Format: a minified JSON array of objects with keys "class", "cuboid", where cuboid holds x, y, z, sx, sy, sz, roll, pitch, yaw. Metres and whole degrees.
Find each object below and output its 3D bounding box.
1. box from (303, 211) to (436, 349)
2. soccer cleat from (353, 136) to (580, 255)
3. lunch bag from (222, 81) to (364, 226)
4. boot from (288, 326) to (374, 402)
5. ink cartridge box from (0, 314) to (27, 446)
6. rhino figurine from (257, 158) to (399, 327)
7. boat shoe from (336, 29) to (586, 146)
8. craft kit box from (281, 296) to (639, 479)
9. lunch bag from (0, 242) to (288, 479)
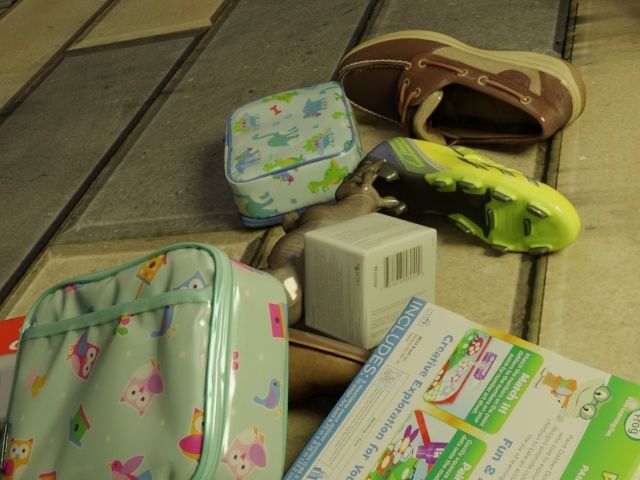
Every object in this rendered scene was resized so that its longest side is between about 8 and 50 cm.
[{"class":"box","cuboid":[0.047,0.037,0.939,0.101,0.102,0.087,-18,26,-41]},{"class":"soccer cleat","cuboid":[0.164,-0.064,1.059,0.289,0.093,0.121,18,46,44]},{"class":"lunch bag","cuboid":[-0.036,-0.112,1.231,0.176,0.090,0.219,-15,33,4]},{"class":"boot","cuboid":[-0.058,0.135,0.908,0.305,0.112,0.115,5,70,24]},{"class":"ink cartridge box","cuboid":[-0.335,0.133,1.062,0.189,0.066,0.232,-12,38,12]},{"class":"rhino figurine","cuboid":[0.000,0.000,1.019,0.243,0.073,0.106,-49,21,-22]},{"class":"boat shoe","cuboid":[0.147,-0.175,1.209,0.342,0.123,0.123,16,45,33]},{"class":"craft kit box","cuboid":[0.099,0.182,0.711,0.246,0.061,0.250,20,66,47]},{"class":"lunch bag","cuboid":[-0.157,0.123,0.820,0.279,0.108,0.224,-15,64,36]}]
